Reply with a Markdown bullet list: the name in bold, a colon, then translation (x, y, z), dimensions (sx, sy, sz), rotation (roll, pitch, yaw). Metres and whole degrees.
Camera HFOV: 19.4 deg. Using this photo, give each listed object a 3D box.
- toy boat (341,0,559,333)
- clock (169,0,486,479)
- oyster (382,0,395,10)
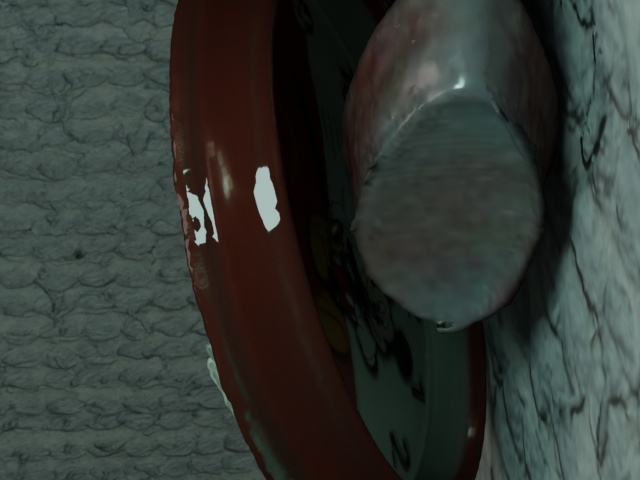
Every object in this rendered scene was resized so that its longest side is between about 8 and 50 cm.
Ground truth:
- **toy boat**: translation (0.068, -0.119, 0.877), dimensions (0.206, 0.096, 0.282), rotation (87, -170, -49)
- **clock**: translation (0.000, 0.000, 0.937), dimensions (0.318, 0.080, 0.318), rotation (-14, -90, -71)
- **oyster**: translation (0.017, -0.146, 1.304), dimensions (0.221, 0.096, 0.361), rotation (-117, 25, -67)
